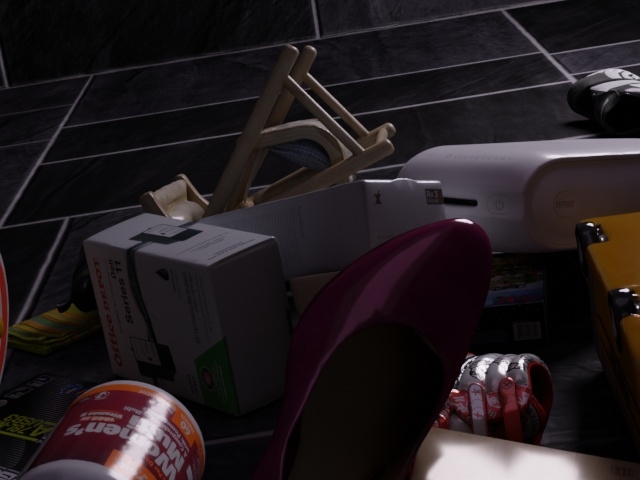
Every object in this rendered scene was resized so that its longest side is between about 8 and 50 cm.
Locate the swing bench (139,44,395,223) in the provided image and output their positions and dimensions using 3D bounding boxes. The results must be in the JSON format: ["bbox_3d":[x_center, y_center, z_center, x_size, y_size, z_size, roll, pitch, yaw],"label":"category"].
[{"bbox_3d":[-0.056,-0.086,1.746,0.254,0.165,0.253,-45,3,9],"label":"swing bench"}]

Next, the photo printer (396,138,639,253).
[{"bbox_3d":[0.249,-0.051,1.564,0.308,0.107,0.256,-4,7,-28],"label":"photo printer"}]

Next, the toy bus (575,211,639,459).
[{"bbox_3d":[0.286,0.073,1.220,0.108,0.130,0.332,-9,17,4],"label":"toy bus"}]

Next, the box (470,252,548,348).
[{"bbox_3d":[0.109,0.064,1.487,0.233,0.044,0.159,-6,17,10],"label":"box"}]

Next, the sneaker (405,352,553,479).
[{"bbox_3d":[0.080,0.151,1.146,0.145,0.090,0.270,-1,16,33],"label":"sneaker"}]

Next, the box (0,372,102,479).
[{"bbox_3d":[-0.251,0.179,1.304,0.191,0.045,0.184,6,21,42],"label":"box"}]

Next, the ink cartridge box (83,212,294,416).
[{"bbox_3d":[-0.125,0.066,1.421,0.087,0.153,0.208,-24,21,-36],"label":"ink cartridge box"}]

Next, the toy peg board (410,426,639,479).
[{"bbox_3d":[0.135,0.206,1.000,0.161,0.079,0.161,9,20,7],"label":"toy peg board"}]

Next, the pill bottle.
[{"bbox_3d":[-0.162,0.196,1.073,0.121,0.121,0.221,-6,17,10],"label":"pill bottle"}]

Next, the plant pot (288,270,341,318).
[{"bbox_3d":[0.036,0.077,1.362,0.109,0.096,0.109,-9,-6,4],"label":"plant pot"}]

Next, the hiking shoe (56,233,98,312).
[{"bbox_3d":[-0.165,0.061,1.609,0.227,0.086,0.114,4,46,15],"label":"hiking shoe"}]

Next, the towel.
[{"bbox_3d":[-0.249,0.072,1.686,0.102,0.021,0.237,9,25,43],"label":"towel"}]

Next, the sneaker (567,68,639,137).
[{"bbox_3d":[0.416,-0.190,2.087,0.106,0.078,0.234,-18,21,-33],"label":"sneaker"}]

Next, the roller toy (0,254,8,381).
[{"bbox_3d":[-0.374,0.082,1.414,0.146,0.191,0.209,1,8,3],"label":"roller toy"}]

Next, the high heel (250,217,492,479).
[{"bbox_3d":[0.030,0.144,0.940,0.377,0.127,0.181,-56,25,-12],"label":"high heel"}]

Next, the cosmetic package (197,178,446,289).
[{"bbox_3d":[0.000,0.000,1.443,0.231,0.085,0.117,-10,-6,44],"label":"cosmetic package"}]

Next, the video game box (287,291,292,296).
[{"bbox_3d":[0.063,0.006,1.695,0.187,0.048,0.205,-6,17,20],"label":"video game box"}]
